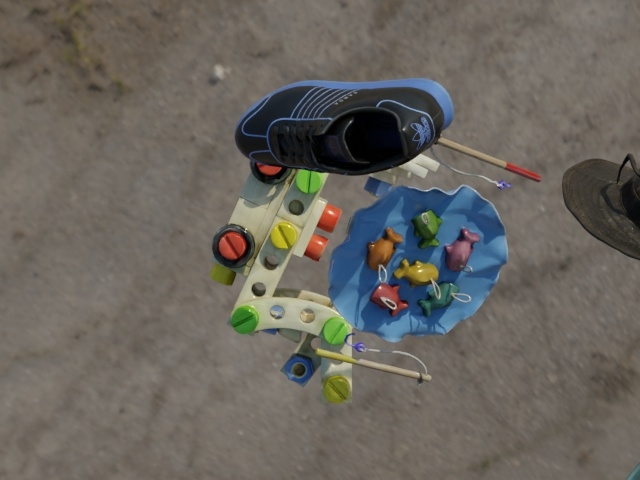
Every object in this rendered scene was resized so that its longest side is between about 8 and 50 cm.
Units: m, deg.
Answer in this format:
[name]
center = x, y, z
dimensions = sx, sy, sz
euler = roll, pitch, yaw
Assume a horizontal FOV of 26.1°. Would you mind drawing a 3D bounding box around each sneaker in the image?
[sneaker]
center = 0.005, -0.101, 1.281
dimensions = 0.232, 0.081, 0.090
euler = -7, 22, 33

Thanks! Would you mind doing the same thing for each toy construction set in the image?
[toy construction set]
center = 0.000, 0.000, 1.547
dimensions = 0.215, 0.151, 0.328
euler = 25, 82, 1

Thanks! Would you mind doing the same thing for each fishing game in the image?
[fishing game]
center = 0.098, 0.026, 1.348
dimensions = 0.264, 0.189, 0.041
euler = -60, 28, 20

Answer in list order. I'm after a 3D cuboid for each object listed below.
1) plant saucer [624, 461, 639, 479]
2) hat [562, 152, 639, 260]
[plant saucer]
center = 0.307, 0.239, 1.205
dimensions = 0.043, 0.317, 0.317
euler = 38, 84, 3
[hat]
center = 0.420, -0.066, 1.472
dimensions = 0.331, 0.331, 0.134
euler = 33, 119, 35
